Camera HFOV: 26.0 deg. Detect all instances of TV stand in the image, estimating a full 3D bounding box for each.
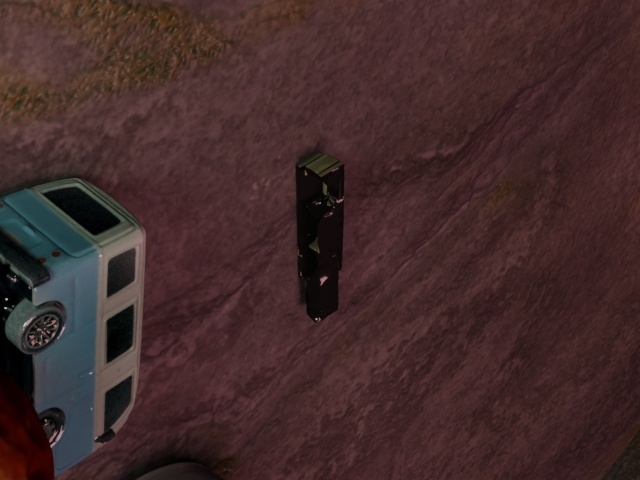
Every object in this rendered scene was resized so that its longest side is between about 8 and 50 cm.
[{"bbox_3d":[0.000,0.000,1.566,0.036,0.042,0.249,-34,146,-27],"label":"TV stand"}]

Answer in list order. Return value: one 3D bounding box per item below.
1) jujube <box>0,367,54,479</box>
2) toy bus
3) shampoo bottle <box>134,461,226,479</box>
[{"bbox_3d":[-0.325,0.152,1.131,0.174,0.250,0.174,-32,149,-22],"label":"jujube"},{"bbox_3d":[-0.245,0.085,1.270,0.164,0.133,0.271,-27,140,-38],"label":"toy bus"},{"bbox_3d":[-0.142,0.421,1.622,0.273,0.266,0.273,-29,142,-26],"label":"shampoo bottle"}]
